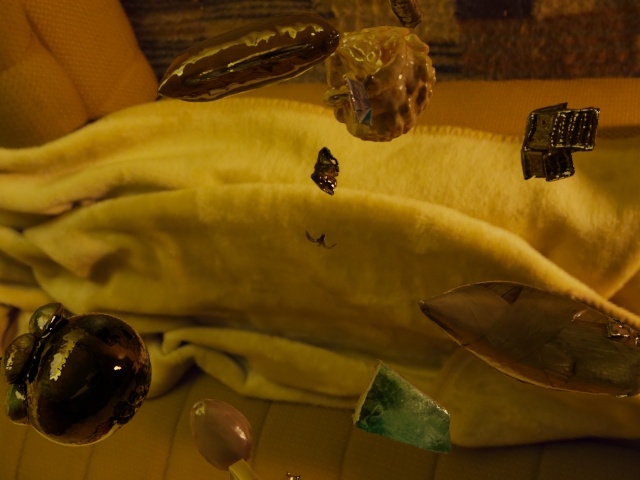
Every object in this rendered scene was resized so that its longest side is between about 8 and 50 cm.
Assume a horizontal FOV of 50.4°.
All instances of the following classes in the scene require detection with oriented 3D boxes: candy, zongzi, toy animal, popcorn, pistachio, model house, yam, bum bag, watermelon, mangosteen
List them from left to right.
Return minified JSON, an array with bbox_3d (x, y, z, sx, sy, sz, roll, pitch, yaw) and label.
[{"bbox_3d":[-0.399,0.218,1.114,0.243,0.243,0.243,14,146,10],"label":"mangosteen"},{"bbox_3d":[-0.224,0.434,1.536,0.185,0.126,0.108,59,162,-8],"label":"pistachio"},{"bbox_3d":[0.001,0.000,1.681,0.084,0.028,0.050,24,170,9],"label":"toy animal"},{"bbox_3d":[0.019,-0.230,2.295,0.069,0.248,0.102,-14,118,21],"label":"bum bag"},{"bbox_3d":[0.071,-0.251,1.243,0.038,0.136,0.088,-12,94,16],"label":"candy"},{"bbox_3d":[0.157,-0.450,1.957,0.349,0.381,0.349,5,105,18],"label":"popcorn"},{"bbox_3d":[0.119,0.244,1.057,0.154,0.094,0.241,27,178,-7],"label":"watermelon"},{"bbox_3d":[0.164,-0.512,1.399,0.061,0.061,0.253,8,175,18],"label":"yam"},{"bbox_3d":[0.306,0.139,0.961,0.274,0.145,0.300,16,179,33],"label":"zongzi"},{"bbox_3d":[0.474,-0.190,1.310,0.106,0.165,0.152,3,-172,-28],"label":"model house"}]

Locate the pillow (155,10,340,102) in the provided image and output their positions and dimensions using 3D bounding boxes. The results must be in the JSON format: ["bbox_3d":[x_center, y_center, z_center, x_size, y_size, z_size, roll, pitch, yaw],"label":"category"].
[{"bbox_3d":[-0.125,-0.330,1.213,0.308,0.305,0.108,-16,112,2],"label":"pillow"}]

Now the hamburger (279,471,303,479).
[{"bbox_3d":[-0.070,0.643,1.580,0.164,0.189,0.093,47,129,5],"label":"hamburger"}]

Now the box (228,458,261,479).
[{"bbox_3d":[-0.118,0.563,1.298,0.153,0.041,0.279,34,134,39],"label":"box"}]
